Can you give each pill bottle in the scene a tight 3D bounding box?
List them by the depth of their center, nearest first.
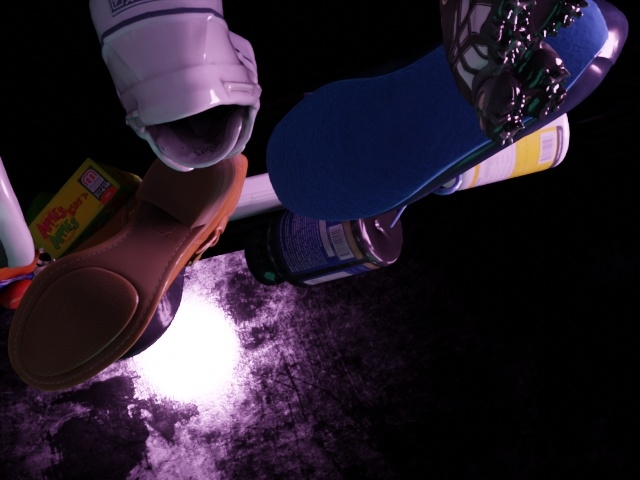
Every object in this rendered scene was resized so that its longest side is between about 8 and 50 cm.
[{"bbox_3d":[0.179,-0.115,1.174,0.184,0.103,0.103,-13,177,-15],"label":"pill bottle"},{"bbox_3d":[0.000,0.000,1.523,0.219,0.123,0.122,-15,177,32],"label":"pill bottle"}]

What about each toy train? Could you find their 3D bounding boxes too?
[{"bbox_3d":[-0.314,-0.003,1.109,0.143,0.105,0.248,-36,171,31],"label":"toy train"}]

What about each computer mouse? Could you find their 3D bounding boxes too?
[{"bbox_3d":[-0.226,0.024,1.230,0.188,0.072,0.272,-18,-142,15],"label":"computer mouse"}]

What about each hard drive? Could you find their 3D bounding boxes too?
[{"bbox_3d":[-0.007,-0.084,1.505,0.307,0.040,0.203,-13,177,-18],"label":"hard drive"}]

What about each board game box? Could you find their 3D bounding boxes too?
[{"bbox_3d":[-0.221,-0.026,1.037,0.092,0.043,0.181,-49,176,1],"label":"board game box"}]

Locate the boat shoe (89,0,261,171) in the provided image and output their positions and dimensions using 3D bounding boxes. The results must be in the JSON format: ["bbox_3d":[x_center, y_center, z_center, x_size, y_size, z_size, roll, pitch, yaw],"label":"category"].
[{"bbox_3d":[-0.081,-0.083,0.618,0.095,0.084,0.258,-15,177,3],"label":"boat shoe"}]

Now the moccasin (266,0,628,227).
[{"bbox_3d":[0.101,-0.095,0.852,0.342,0.138,0.116,-16,-178,42],"label":"moccasin"}]

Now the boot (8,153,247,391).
[{"bbox_3d":[-0.174,0.012,1.009,0.283,0.109,0.220,-57,179,7],"label":"boot"}]

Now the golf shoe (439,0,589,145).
[{"bbox_3d":[0.101,-0.140,0.593,0.077,0.094,0.198,-28,155,-16],"label":"golf shoe"}]

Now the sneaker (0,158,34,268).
[{"bbox_3d":[-0.298,-0.009,0.737,0.146,0.105,0.295,-19,-176,-25],"label":"sneaker"}]
